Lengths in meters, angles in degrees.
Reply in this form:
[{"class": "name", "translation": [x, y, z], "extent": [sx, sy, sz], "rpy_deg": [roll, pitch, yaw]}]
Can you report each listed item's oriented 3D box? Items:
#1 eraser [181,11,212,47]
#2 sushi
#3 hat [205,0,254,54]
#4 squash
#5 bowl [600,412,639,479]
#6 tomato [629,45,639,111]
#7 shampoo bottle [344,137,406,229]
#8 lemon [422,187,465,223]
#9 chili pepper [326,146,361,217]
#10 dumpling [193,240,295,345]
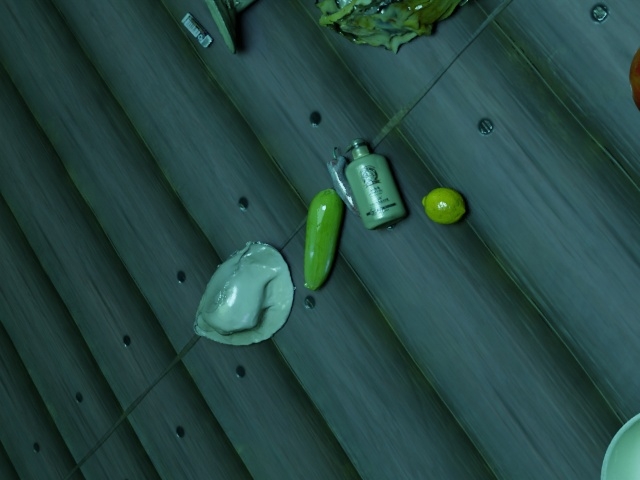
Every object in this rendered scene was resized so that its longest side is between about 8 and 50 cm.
[{"class": "eraser", "translation": [-0.253, -0.431, 1.824], "extent": [0.027, 0.019, 0.099], "rpy_deg": [-48, 68, 15]}, {"class": "sushi", "translation": [0.131, -0.402, 1.489], "extent": [0.290, 0.139, 0.131], "rpy_deg": [-17, 66, 36]}, {"class": "hat", "translation": [-0.172, -0.488, 1.689], "extent": [0.110, 0.252, 0.252], "rpy_deg": [-27, 77, -2]}, {"class": "squash", "translation": [0.000, 0.000, 1.663], "extent": [0.066, 0.066, 0.201], "rpy_deg": [23, 111, 33]}, {"class": "bowl", "translation": [0.548, 0.345, 1.246], "extent": [0.277, 0.145, 0.277], "rpy_deg": [6, 101, 35]}, {"class": "tomato", "translation": [0.523, -0.244, 1.190], "extent": [0.200, 0.139, 0.233], "rpy_deg": [28, 111, 24]}, {"class": "shampoo bottle", "translation": [0.090, -0.104, 1.571], "extent": [0.079, 0.079, 0.162], "rpy_deg": [-25, 81, 36]}, {"class": "lemon", "translation": [0.207, -0.059, 1.500], "extent": [0.083, 0.062, 0.062], "rpy_deg": [16, 105, 33]}, {"class": "chili pepper", "translation": [0.049, -0.099, 1.618], "extent": [0.041, 0.050, 0.153], "rpy_deg": [-31, 81, 60]}, {"class": "dumpling", "translation": [-0.144, 0.122, 1.765], "extent": [0.172, 0.142, 0.247], "rpy_deg": [33, 112, -10]}]
